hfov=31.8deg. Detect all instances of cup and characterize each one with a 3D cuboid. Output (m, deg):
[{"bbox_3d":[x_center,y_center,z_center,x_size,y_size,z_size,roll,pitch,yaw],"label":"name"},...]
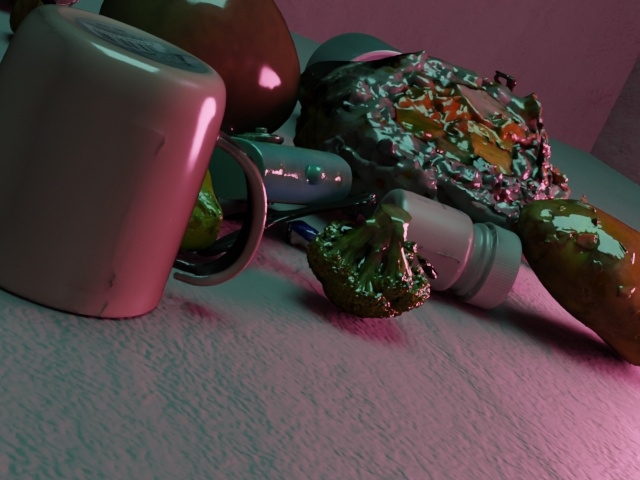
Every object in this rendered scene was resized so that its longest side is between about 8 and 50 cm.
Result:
[{"bbox_3d":[0.081,-0.261,2.019,0.205,0.205,0.312,20,14,-15],"label":"cup"},{"bbox_3d":[-0.157,-0.060,0.920,0.252,0.200,0.191,20,15,-18],"label":"cup"}]

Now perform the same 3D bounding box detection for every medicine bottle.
[{"bbox_3d":[0.145,0.011,1.352,0.168,0.105,0.105,20,15,-15],"label":"medicine bottle"}]

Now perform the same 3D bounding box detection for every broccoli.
[{"bbox_3d":[0.052,0.021,1.130,0.131,0.120,0.130,31,29,17],"label":"broccoli"}]

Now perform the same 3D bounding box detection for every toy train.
[{"bbox_3d":[-0.066,-0.080,1.283,0.159,0.101,0.248,7,4,27],"label":"toy train"}]

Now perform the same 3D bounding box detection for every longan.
[{"bbox_3d":[-0.163,-0.236,1.489,0.300,0.300,0.243,14,-25,-34],"label":"longan"}]

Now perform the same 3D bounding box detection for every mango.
[{"bbox_3d":[-0.147,-0.048,1.118,0.074,0.091,0.165,27,9,-38],"label":"mango"}]

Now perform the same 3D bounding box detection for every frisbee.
[{"bbox_3d":[-0.032,-0.023,1.176,0.187,0.012,0.211,-12,11,12],"label":"frisbee"}]

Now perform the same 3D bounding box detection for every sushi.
[{"bbox_3d":[0.156,-0.115,1.571,0.417,0.176,0.417,15,35,-10],"label":"sushi"}]

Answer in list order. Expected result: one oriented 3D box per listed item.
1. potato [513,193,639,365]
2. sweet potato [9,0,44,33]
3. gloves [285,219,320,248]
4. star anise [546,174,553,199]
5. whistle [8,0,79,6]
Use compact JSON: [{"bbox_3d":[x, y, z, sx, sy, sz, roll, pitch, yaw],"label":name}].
[{"bbox_3d":[0.364,0.049,1.401,0.296,0.141,0.191,36,8,-19],"label":"potato"},{"bbox_3d":[-0.445,-0.333,1.735,0.068,0.068,0.226,22,-4,-7],"label":"sweet potato"},{"bbox_3d":[0.000,0.000,1.310,0.086,0.026,0.064,23,12,-4],"label":"gloves"},{"bbox_3d":[0.347,-0.032,1.813,0.282,0.129,0.212,39,25,21],"label":"star anise"},{"bbox_3d":[-0.529,-0.469,1.899,0.189,0.189,0.348,32,30,27],"label":"whistle"}]
